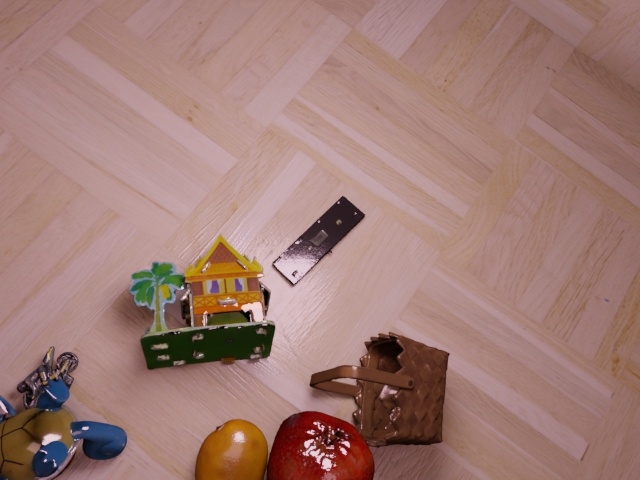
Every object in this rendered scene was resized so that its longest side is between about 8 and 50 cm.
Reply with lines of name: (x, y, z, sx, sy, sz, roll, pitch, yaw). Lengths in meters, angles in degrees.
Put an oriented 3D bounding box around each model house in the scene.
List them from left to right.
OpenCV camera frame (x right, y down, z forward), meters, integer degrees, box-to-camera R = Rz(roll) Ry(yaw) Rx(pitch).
model house: (-0.318, 0.161, 1.630, 0.358, 0.242, 0.312, -5, 57, -11)

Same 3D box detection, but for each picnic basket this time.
picnic basket: (0.156, 0.389, 1.591, 0.321, 0.254, 0.291, 17, 68, -19)

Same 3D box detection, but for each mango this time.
mango: (-0.226, 0.577, 1.519, 0.176, 0.139, 0.254, 11, 77, -4)

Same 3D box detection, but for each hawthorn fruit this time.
hawthorn fruit: (-0.015, 0.587, 1.497, 0.265, 0.265, 0.307, 22, 110, -3)

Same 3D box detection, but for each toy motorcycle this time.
toy motorcycle: (-0.697, 0.366, 1.539, 0.124, 0.061, 0.193, 18, 78, -12)

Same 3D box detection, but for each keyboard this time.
keyboard: (0.000, 0.000, 1.813, 0.106, 0.027, 0.317, 44, 69, 9)

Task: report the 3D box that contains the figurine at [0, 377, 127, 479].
figurine: (-0.679, 0.470, 1.421, 0.417, 0.243, 0.297, -10, 54, -15)
